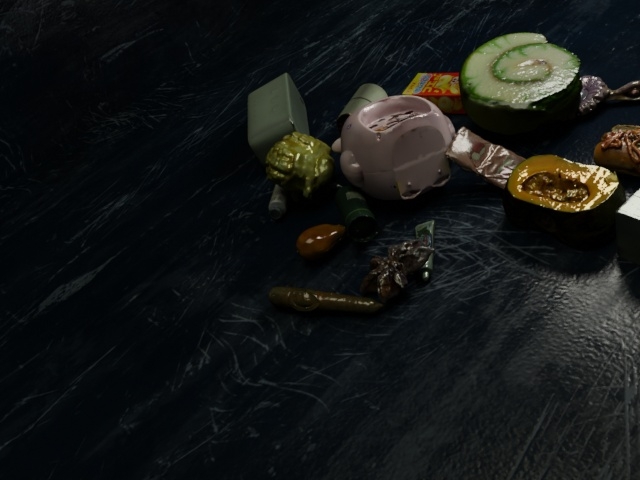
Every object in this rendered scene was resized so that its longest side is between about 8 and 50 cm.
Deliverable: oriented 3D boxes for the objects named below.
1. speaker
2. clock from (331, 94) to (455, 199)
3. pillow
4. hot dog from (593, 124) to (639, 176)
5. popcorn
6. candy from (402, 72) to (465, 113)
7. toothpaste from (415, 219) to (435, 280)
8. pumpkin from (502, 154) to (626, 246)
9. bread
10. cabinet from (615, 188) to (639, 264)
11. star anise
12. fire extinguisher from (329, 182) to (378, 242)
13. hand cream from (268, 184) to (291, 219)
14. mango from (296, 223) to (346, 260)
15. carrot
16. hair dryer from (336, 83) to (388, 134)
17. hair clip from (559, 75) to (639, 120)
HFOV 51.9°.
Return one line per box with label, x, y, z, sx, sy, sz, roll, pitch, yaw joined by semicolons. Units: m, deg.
speaker;-0.159;-0.446;2.462;0.184;0.183;0.406;-22;38;12
clock;0.212;-0.307;2.019;0.368;0.250;0.377;-24;29;-14
pillow;0.485;-0.224;1.891;0.248;0.049;0.135;30;60;11
hot dog;0.889;-0.230;1.701;0.349;0.117;0.158;22;58;43
popcorn;-0.066;-0.240;2.138;0.255;0.256;0.195;48;118;25
candy;0.441;-0.514;2.293;0.276;0.088;0.146;11;52;37
toothpaste;0.285;0.026;1.789;0.060;0.038;0.233;-15;37;21
pumpkin;0.631;-0.117;1.698;0.222;0.139;0.317;-45;39;-19
bread;0.620;-0.493;2.044;0.366;0.129;0.381;6;55;26
cabinet;0.807;-0.051;1.511;0.206;0.150;0.145;-39;40;-18
star anise;0.191;0.072;1.742;0.212;0.073;0.197;-50;24;-19
fire extinguisher;0.097;-0.099;1.981;0.118;0.093;0.294;17;25;-19
hand cream;-0.124;-0.168;2.222;0.095;0.059;0.276;-7;36;17
mango;-0.001;0.004;1.933;0.159;0.084;0.105;-20;33;-31
carrot;0.009;0.164;1.755;0.343;0.070;0.070;3;46;29
hair dryer;0.255;-0.436;2.292;0.362;0.128;0.203;11;48;26
hair clip;0.854;-0.443;2.005;0.301;0.069;0.173;-3;45;25
